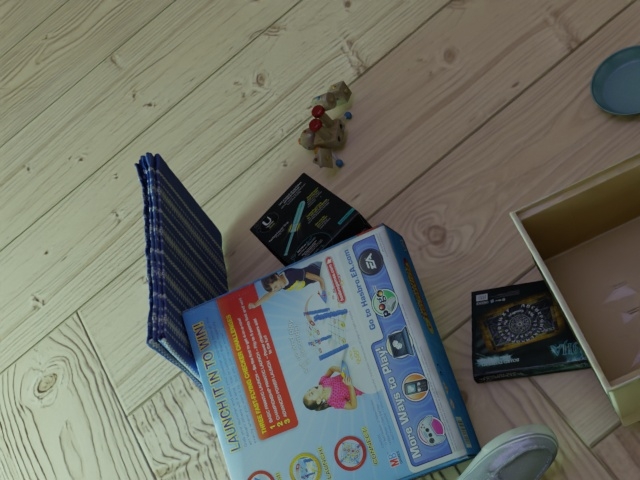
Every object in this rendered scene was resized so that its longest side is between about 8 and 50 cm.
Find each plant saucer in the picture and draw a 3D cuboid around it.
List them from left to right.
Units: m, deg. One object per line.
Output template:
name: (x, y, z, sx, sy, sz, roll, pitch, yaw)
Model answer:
plant saucer: (0.436, -0.218, 1.534, 0.119, 0.021, 0.119, -15, 54, 22)

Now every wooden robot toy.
wooden robot toy: (-0.007, -0.177, 1.747, 0.079, 0.076, 0.173, -14, 53, 36)

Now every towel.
towel: (-0.190, 0.061, 1.578, 0.040, 0.243, 0.336, -19, 52, 13)

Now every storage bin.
storage bin: (0.402, 0.039, 1.294, 0.260, 0.123, 0.262, -26, 52, 5)

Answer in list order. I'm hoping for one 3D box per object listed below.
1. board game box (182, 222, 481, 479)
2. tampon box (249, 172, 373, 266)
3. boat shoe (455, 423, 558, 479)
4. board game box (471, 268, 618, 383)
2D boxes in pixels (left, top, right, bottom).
board game box: (0.009, 0.181, 1.415, 0.302, 0.086, 0.308, -24, 73, 16)
tampon box: (0.000, 0.000, 1.586, 0.120, 0.101, 0.161, -46, 38, -4)
boat shoe: (0.191, 0.308, 1.283, 0.227, 0.079, 0.081, -41, 26, 10)
board game box: (0.283, 0.110, 1.406, 0.186, 0.026, 0.126, -11, 55, 25)
